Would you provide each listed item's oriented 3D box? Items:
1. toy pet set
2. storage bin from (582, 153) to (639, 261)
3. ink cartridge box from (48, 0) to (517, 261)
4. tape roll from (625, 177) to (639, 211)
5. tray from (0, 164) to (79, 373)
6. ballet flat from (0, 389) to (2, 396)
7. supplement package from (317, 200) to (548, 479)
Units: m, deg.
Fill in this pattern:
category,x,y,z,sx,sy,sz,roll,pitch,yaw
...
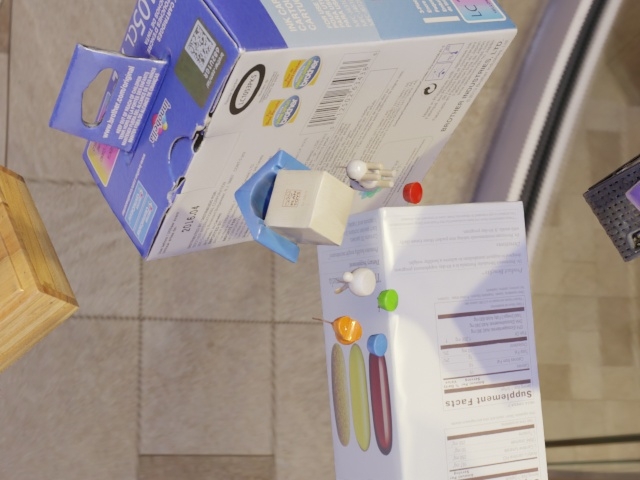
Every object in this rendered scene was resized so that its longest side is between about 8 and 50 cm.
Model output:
category,x,y,z,sx,sy,sz,roll,pitch,yaw
toy pet set,0.000,0.000,0.807,0.114,0.065,0.122,31,68,-48
storage bin,0.367,-0.064,1.249,0.180,0.122,0.084,-31,88,-38
ink cartridge box,-0.046,-0.135,1.154,0.396,0.270,0.151,-14,57,-39
tape roll,0.325,-0.090,0.782,0.275,0.275,0.090,-39,82,-19
tray,-0.473,0.113,1.392,0.411,0.076,0.202,-39,57,14
ballet flat,-0.093,-0.031,0.139,0.077,0.221,0.079,-15,60,-2
supplement package,0.090,0.096,1.032,0.134,0.139,0.244,-3,86,-23
